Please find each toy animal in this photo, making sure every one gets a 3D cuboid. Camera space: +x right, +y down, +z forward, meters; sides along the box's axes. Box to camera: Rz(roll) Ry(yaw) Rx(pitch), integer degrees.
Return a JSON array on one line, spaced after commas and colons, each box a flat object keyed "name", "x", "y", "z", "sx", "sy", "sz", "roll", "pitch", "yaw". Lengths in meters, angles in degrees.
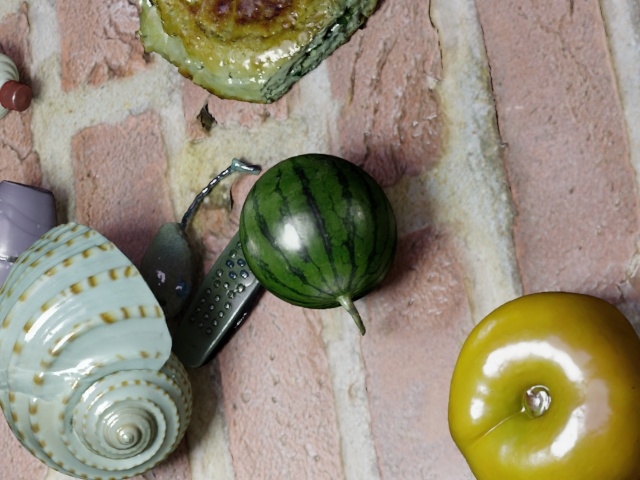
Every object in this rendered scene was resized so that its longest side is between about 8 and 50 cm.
[{"name": "toy animal", "x": -0.173, "y": 0.000, "z": 1.939, "sx": 0.079, "sy": 0.070, "sz": 0.253, "roll": 30, "pitch": 77, "yaw": -6}]

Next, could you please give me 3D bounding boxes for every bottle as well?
[{"name": "bottle", "x": -0.512, "y": -0.231, "z": 2.125, "sx": 0.245, "sy": 0.104, "sz": 0.104, "roll": 20, "pitch": 86, "yaw": 28}]

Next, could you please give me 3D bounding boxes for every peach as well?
[{"name": "peach", "x": 0.255, "y": 0.180, "z": 1.643, "sx": 0.251, "sy": 0.153, "sz": 0.251, "roll": -6, "pitch": 80, "yaw": 40}]

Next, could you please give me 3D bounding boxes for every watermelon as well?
[{"name": "watermelon", "x": 0.000, "y": 0.000, "z": 1.778, "sx": 0.188, "sy": 0.188, "sz": 0.215, "roll": -26, "pitch": 62, "yaw": 17}]

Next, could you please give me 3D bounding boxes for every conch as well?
[{"name": "conch", "x": -0.308, "y": 0.144, "z": 1.843, "sx": 0.319, "sy": 0.215, "sz": 0.303, "roll": 23, "pitch": 133, "yaw": 41}]

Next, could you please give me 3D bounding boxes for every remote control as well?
[{"name": "remote control", "x": -0.113, "y": 0.064, "z": 1.899, "sx": 0.072, "sy": 0.042, "sz": 0.222, "roll": 34, "pitch": 92, "yaw": 28}]

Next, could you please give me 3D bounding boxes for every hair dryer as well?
[{"name": "hair dryer", "x": -0.523, "y": 0.042, "z": 2.084, "sx": 0.361, "sy": 0.121, "sz": 0.301, "roll": 18, "pitch": 94, "yaw": 37}]

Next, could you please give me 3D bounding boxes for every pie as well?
[{"name": "pie", "x": -0.087, "y": -0.341, "z": 1.954, "sx": 0.354, "sy": 0.103, "sz": 0.288, "roll": -38, "pitch": 70, "yaw": 10}]
